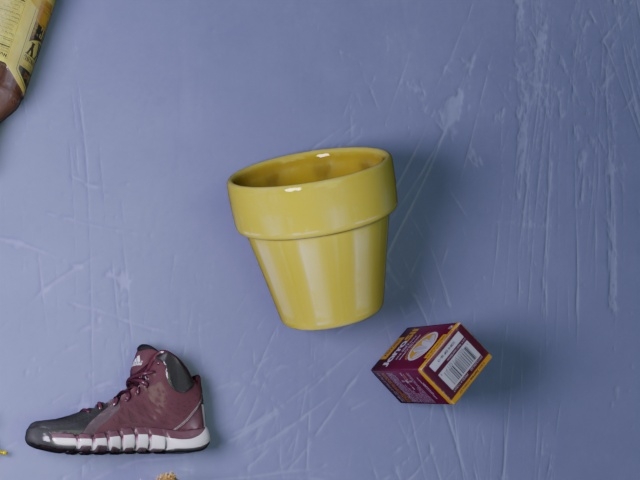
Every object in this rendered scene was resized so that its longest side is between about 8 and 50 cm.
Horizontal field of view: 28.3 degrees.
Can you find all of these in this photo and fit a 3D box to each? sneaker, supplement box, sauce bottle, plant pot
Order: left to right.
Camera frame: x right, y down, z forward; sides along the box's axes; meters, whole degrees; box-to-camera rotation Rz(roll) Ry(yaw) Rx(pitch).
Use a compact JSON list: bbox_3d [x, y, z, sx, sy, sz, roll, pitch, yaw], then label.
[{"bbox_3d":[-0.469,-0.261,1.834,0.111,0.111,0.344,20,79,-20],"label":"sauce bottle"},{"bbox_3d":[-0.298,0.233,1.869,0.281,0.106,0.162,6,76,-32],"label":"sneaker"},{"bbox_3d":[0.000,0.000,1.944,0.254,0.254,0.239,-15,105,-24],"label":"plant pot"},{"bbox_3d":[0.173,0.196,2.014,0.081,0.188,0.104,47,70,-11],"label":"supplement box"}]

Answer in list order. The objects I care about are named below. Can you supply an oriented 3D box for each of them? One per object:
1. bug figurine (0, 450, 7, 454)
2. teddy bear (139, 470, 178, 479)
[{"bbox_3d":[-0.563,0.359,1.743,0.216,0.072,0.279,23,69,-25],"label":"bug figurine"},{"bbox_3d":[-0.251,0.500,1.816,0.245,0.113,0.338,-40,125,-37],"label":"teddy bear"}]
